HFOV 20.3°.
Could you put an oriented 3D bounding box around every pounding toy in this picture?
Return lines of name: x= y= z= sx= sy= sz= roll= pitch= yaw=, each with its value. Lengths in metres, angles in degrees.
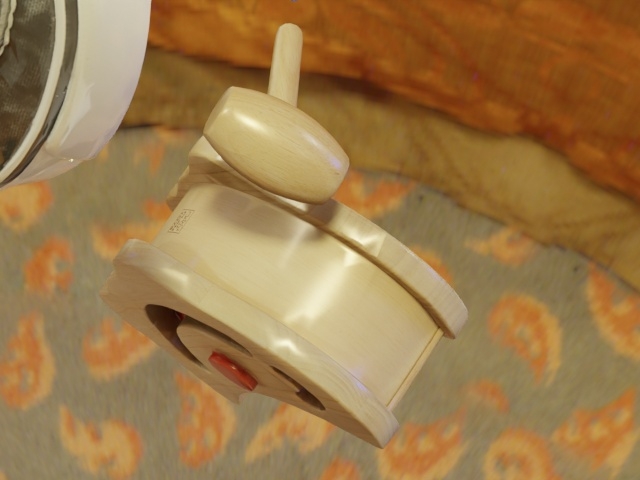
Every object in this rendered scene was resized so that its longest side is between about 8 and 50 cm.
pounding toy: x=0.000 y=0.000 z=0.874 sx=0.154 sy=0.269 sz=0.155 roll=35 pitch=76 yaw=-4

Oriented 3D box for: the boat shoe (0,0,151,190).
boat shoe: x=-0.161 y=-0.055 z=0.615 sx=0.102 sy=0.301 sz=0.108 roll=-16 pitch=87 yaw=-36
